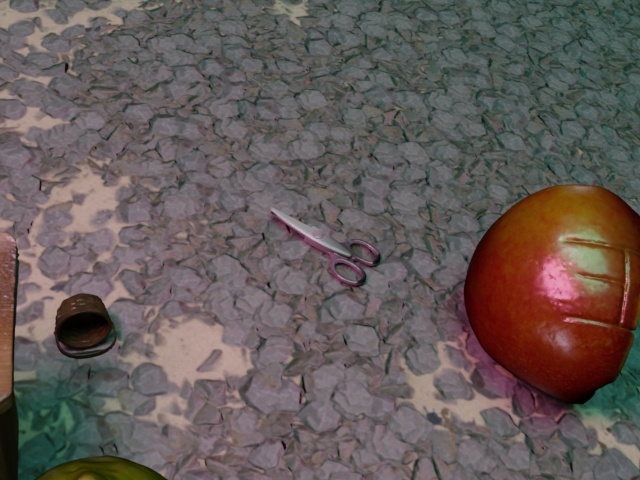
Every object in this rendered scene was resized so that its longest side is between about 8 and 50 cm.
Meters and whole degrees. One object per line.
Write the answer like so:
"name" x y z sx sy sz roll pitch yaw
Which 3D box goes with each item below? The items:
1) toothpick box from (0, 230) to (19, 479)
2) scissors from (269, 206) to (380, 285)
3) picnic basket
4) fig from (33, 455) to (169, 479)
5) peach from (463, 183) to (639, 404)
"toothpick box" -0.379 0.157 0.809 0.190 0.308 0.187 -3 51 -17
"scissors" 0.000 0.000 1.225 0.176 0.022 0.085 31 51 10
"picnic basket" -0.286 0.112 1.028 0.072 0.072 0.083 -9 40 -20
"fig" -0.203 0.272 0.774 0.206 0.275 0.206 6 48 -7
"peach" 0.309 0.074 1.109 0.245 0.248 0.275 -5 57 28
